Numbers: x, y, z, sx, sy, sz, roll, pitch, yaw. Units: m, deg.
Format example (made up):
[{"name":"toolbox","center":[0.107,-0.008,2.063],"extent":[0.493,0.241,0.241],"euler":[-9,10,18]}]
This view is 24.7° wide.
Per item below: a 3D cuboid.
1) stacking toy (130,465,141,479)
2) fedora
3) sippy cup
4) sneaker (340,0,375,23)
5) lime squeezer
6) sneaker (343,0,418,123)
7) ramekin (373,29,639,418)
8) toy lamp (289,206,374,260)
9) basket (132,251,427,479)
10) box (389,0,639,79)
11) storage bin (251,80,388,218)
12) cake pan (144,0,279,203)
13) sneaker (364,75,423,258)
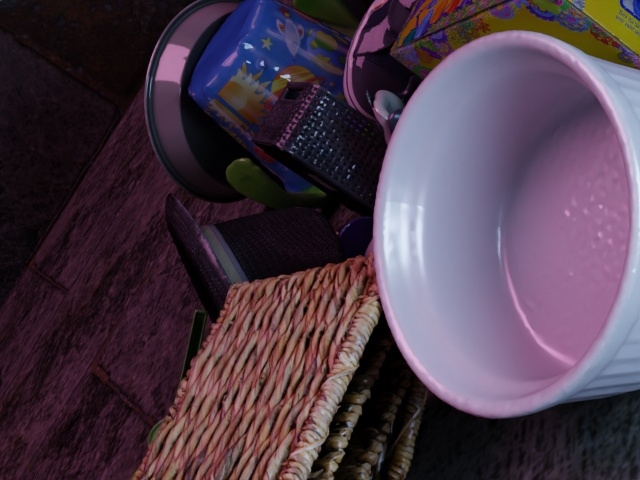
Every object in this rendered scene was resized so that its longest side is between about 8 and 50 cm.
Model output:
[{"name":"stacking toy","center":[-0.178,0.357,1.617],"extent":[0.279,0.130,0.309],"euler":[-33,19,-11]},{"name":"fedora","center":[-0.038,0.059,1.523],"extent":[0.152,0.334,0.334],"euler":[-28,18,-8]},{"name":"sippy cup","center":[-0.040,-0.197,1.908],"extent":[0.240,0.224,0.305],"euler":[-52,20,15]},{"name":"sneaker","center":[0.119,-0.375,2.048],"extent":[0.222,0.118,0.083],"euler":[-21,28,10]},{"name":"lime squeezer","center":[-0.160,0.229,1.511],"extent":[0.110,0.058,0.310],"euler":[77,-160,-61]},{"name":"sneaker","center":[0.144,-0.283,1.750],"extent":[0.321,0.126,0.127],"euler":[-57,13,-5]},{"name":"ramekin","center":[0.174,-0.009,1.080],"extent":[0.277,0.135,0.277],"euler":[-5,84,54]},{"name":"toy lamp","center":[0.000,0.000,1.721],"extent":[0.080,0.080,0.274],"euler":[-60,20,-10]},{"name":"basket","center":[0.005,0.185,1.226],"extent":[0.223,0.213,0.299],"euler":[-15,39,45]},{"name":"box","center":[0.254,-0.269,1.382],"extent":[0.279,0.177,0.290],"euler":[-62,19,-15]},{"name":"storage bin","center":[0.026,-0.096,1.653],"extent":[0.084,0.180,0.122],"euler":[-59,19,-4]},{"name":"cake pan","center":[-0.115,-0.195,2.034],"extent":[0.054,0.293,0.293],"euler":[8,64,45]},{"name":"sneaker","center":[0.086,-0.085,1.533],"extent":[0.235,0.153,0.094],"euler":[-50,18,17]}]
